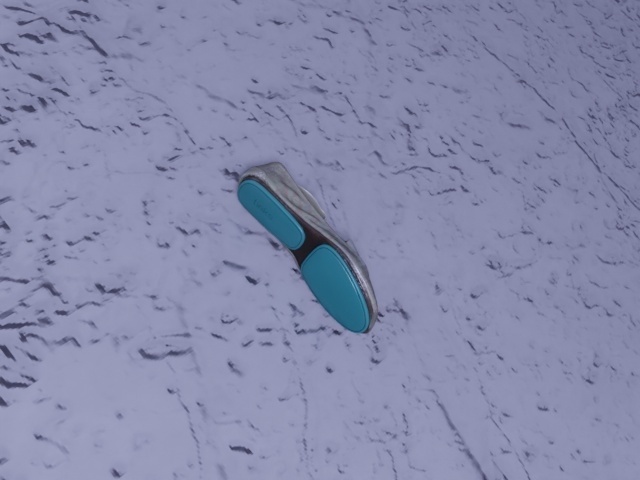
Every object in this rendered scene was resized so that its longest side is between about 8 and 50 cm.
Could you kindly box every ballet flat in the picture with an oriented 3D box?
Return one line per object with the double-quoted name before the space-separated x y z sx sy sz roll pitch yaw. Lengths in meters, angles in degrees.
"ballet flat" 0.000 0.000 0.662 0.168 0.057 0.052 51 44 3
